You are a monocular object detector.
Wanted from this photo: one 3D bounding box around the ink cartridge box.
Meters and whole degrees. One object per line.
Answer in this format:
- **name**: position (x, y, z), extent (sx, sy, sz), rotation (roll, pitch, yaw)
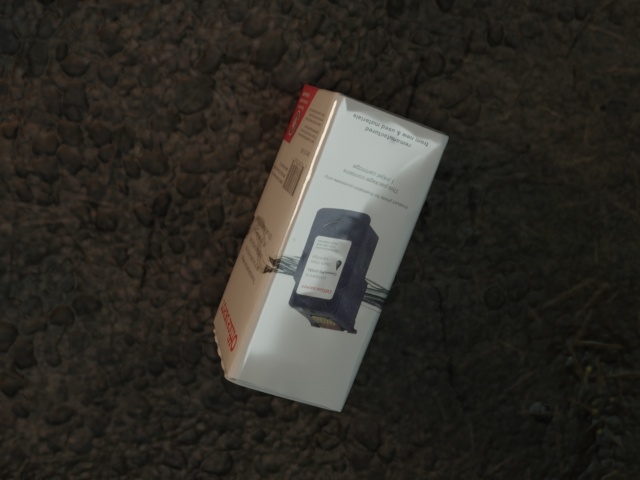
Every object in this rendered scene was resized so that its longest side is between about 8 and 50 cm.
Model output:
- **ink cartridge box**: position (0.000, 0.000, 0.930), extent (0.100, 0.172, 0.237), rotation (20, 96, -12)
